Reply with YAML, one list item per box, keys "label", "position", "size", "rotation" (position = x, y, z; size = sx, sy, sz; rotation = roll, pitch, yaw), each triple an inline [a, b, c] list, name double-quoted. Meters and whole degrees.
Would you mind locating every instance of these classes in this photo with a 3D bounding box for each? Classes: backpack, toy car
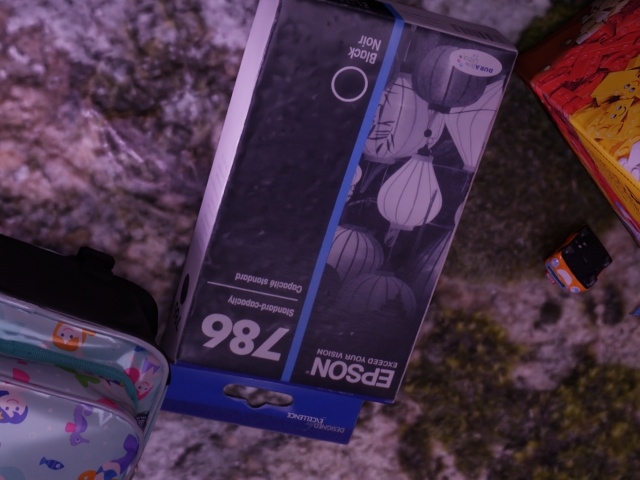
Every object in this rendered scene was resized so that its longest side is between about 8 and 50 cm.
- label: "backpack"
  position: [-0.230, 0.134, 0.901]
  size: [0.225, 0.191, 0.253]
  rotation: [20, 113, -19]
- label: "toy car"
  position: [0.206, 0.042, 1.011]
  size: [0.122, 0.060, 0.040]
  rotation: [42, 132, -17]

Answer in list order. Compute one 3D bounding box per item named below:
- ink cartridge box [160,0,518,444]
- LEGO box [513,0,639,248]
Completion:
- label: "ink cartridge box"
  position: [0.000, 0.000, 0.949]
  size: [0.165, 0.065, 0.333]
  rotation: [11, 111, -16]
- label: "LEGO box"
  position: [0.375, 0.066, 0.878]
  size: [0.193, 0.372, 0.500]
  rotation: [-37, 114, 6]
